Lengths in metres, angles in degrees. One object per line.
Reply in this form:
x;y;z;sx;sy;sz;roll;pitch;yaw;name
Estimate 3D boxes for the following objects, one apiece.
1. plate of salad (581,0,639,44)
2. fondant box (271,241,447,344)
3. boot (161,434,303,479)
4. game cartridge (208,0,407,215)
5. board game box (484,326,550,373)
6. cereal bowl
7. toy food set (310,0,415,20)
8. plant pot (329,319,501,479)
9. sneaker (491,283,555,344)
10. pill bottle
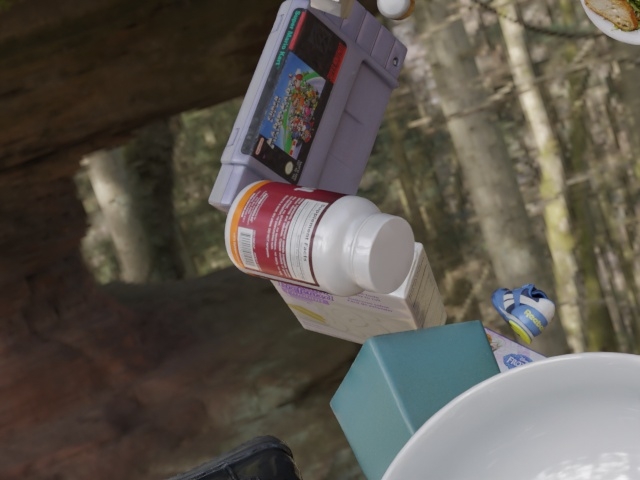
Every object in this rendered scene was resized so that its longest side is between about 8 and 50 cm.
0.479;-0.388;1.804;0.200;0.199;0.048;-15;7;20;plate of salad
0.059;0.077;1.932;0.238;0.096;0.330;14;-19;18;fondant box
-0.143;0.476;1.747;0.367;0.146;0.445;-35;22;-5;boot
-0.008;-0.164;1.663;0.068;0.355;0.230;8;-18;38;game cartridge
0.415;0.302;2.041;0.319;0.318;0.066;26;70;45;board game box
0.196;0.254;0.856;0.339;0.141;0.339;-16;53;23;cereal bowl
-0.002;-0.325;1.408;0.232;0.111;0.104;23;11;13;toy food set
0.147;0.248;1.509;0.166;0.234;0.165;-7;-34;-26;plant pot
0.254;0.083;1.521;0.059;0.053;0.144;-45;14;5;sneaker
0.000;0.000;1.031;0.152;0.086;0.086;12;29;38;pill bottle
